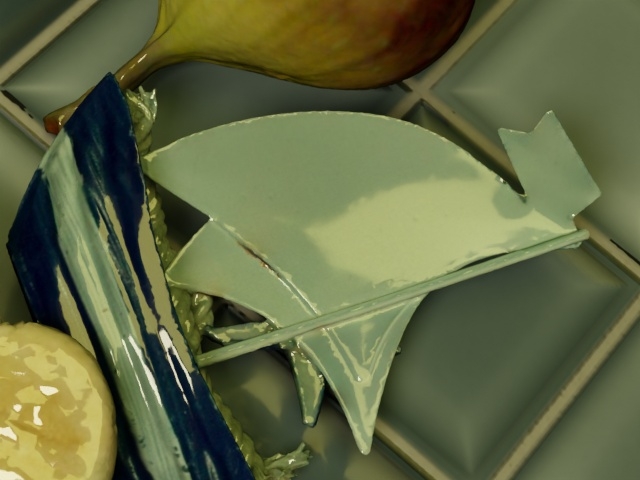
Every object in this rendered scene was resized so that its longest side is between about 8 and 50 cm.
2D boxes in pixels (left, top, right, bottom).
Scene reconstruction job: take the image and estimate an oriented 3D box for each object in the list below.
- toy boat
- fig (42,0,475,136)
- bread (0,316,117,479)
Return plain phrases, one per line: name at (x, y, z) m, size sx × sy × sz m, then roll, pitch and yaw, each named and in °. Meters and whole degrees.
toy boat at (-0.006, 0.030, 0.741) m, size 0.291 × 0.070 × 0.210 m, roll 5°, pitch 83°, yaw -10°
fig at (-0.035, -0.133, 0.773) m, size 0.230 × 0.143 × 0.160 m, roll -23°, pitch 78°, yaw -21°
bread at (-0.236, 0.121, 0.652) m, size 0.316 × 0.054 × 0.316 m, roll 1°, pitch 75°, yaw -3°
